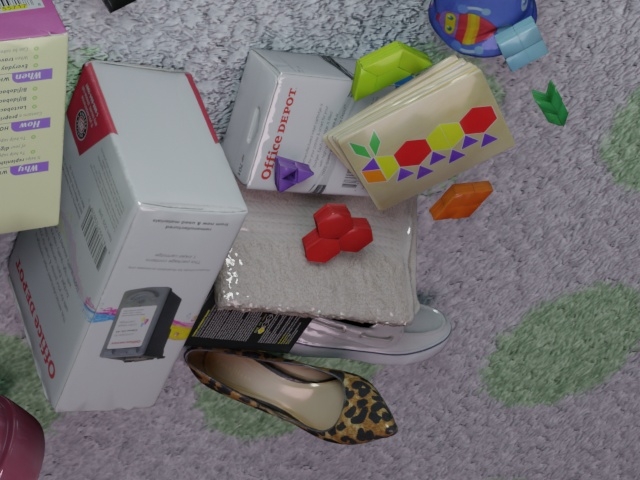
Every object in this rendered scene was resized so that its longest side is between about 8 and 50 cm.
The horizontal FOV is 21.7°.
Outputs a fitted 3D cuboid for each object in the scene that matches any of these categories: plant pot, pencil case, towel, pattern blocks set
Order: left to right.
[{"bbox_3d":[-0.453,0.243,1.939,0.201,0.201,0.180,-39,124,14],"label":"plant pot"},{"bbox_3d":[0.000,0.000,1.924,0.282,0.187,0.049,6,168,-35],"label":"towel"},{"bbox_3d":[0.106,-0.111,1.791,0.325,0.026,0.285,-21,140,0],"label":"pattern blocks set"},{"bbox_3d":[0.177,-0.331,1.693,0.133,0.119,0.306,-47,153,-34],"label":"pencil case"}]

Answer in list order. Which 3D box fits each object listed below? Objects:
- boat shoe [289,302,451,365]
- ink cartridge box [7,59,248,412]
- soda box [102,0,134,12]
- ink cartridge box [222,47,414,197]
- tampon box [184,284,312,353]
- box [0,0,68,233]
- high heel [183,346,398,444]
[{"bbox_3d":[0.065,0.102,2.137,0.258,0.095,0.084,-2,139,-30],"label":"boat shoe"},{"bbox_3d":[-0.211,-0.001,1.758,0.131,0.226,0.306,1,135,-29],"label":"ink cartridge box"},{"bbox_3d":[-0.212,-0.293,1.560,0.053,0.060,0.169,-27,142,1],"label":"soda box"},{"bbox_3d":[0.002,-0.127,1.830,0.191,0.082,0.139,4,117,-31],"label":"ink cartridge box"},{"bbox_3d":[-0.099,0.054,1.967,0.161,0.120,0.101,8,130,-35],"label":"tampon box"},{"bbox_3d":[-0.365,-0.124,1.608,0.214,0.117,0.243,-10,135,-22],"label":"box"},{"bbox_3d":[-0.042,0.189,2.060,0.186,0.261,0.093,16,92,-45],"label":"high heel"}]
